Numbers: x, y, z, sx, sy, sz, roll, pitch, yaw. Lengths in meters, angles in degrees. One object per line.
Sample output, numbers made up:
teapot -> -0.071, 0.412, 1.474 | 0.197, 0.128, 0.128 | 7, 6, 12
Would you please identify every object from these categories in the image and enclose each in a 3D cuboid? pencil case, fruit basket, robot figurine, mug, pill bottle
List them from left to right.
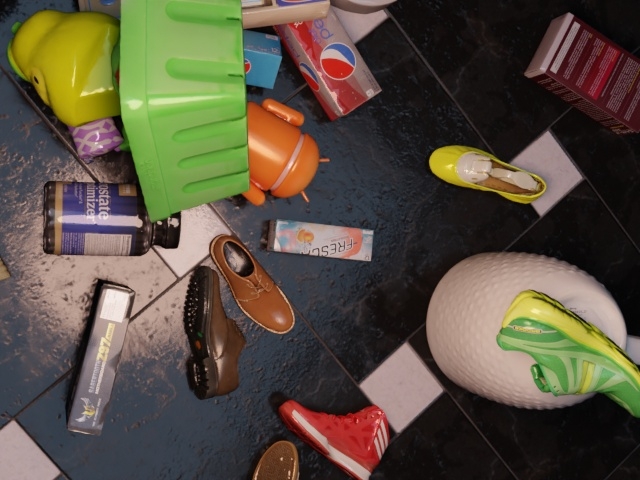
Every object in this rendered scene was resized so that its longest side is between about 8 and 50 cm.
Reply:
pencil case -> -0.389, -0.237, 1.625 | 0.088, 0.086, 0.206 | -25, 100, -48
pill bottle -> -0.345, -0.035, 1.614 | 0.219, 0.123, 0.123 | 1, 90, -16
fruit basket -> -0.290, -0.217, 1.450 | 0.392, 0.392, 0.283 | 3, 65, -15
robot figurine -> -0.096, -0.154, 1.680 | 0.219, 0.158, 0.128 | 29, 124, -13
mug -> 0.416, 0.167, 1.713 | 0.374, 0.328, 0.276 | 11, 87, -15

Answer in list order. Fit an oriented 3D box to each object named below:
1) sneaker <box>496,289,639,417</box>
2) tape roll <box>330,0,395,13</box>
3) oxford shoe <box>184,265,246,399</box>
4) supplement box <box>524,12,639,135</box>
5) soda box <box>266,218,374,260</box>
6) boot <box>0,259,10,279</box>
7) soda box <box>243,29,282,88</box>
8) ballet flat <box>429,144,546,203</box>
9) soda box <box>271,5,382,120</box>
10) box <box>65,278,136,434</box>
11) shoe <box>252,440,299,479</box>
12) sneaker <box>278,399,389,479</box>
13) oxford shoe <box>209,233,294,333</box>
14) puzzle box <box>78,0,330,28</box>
sneaker -> 0.389, 0.188, 1.496 | 0.295, 0.109, 0.123 | 35, 104, -15
tape roll -> 0.077, -0.523, 1.756 | 0.219, 0.072, 0.219 | 0, 90, -14
oxford shoe -> -0.180, 0.155, 1.691 | 0.096, 0.083, 0.227 | -4, 92, -33
supplement box -> 0.528, -0.317, 1.877 | 0.239, 0.073, 0.130 | 30, 83, -12
soda box -> 0.000, 0.000, 1.738 | 0.183, 0.063, 0.058 | 6, 88, -15
boot -> -0.625, 0.030, 1.563 | 0.213, 0.077, 0.165 | -22, 97, -17
soda box -> -0.176, -0.324, 1.676 | 0.210, 0.067, 0.071 | 8, 132, -15
ballet flat -> 0.318, -0.126, 1.817 | 0.231, 0.077, 0.077 | 17, 86, -14
soda box -> -0.005, -0.348, 1.727 | 0.092, 0.083, 0.263 | -34, 98, -14
box -> -0.359, 0.182, 1.579 | 0.059, 0.183, 0.233 | 15, 87, -14
shoe -> -0.087, 0.461, 1.723 | 0.076, 0.058, 0.219 | 14, 81, 16
sneaker -> 0.033, 0.325, 1.748 | 0.221, 0.087, 0.128 | 45, 71, -23
oxford shoe -> -0.117, 0.081, 1.702 | 0.076, 0.076, 0.212 | -42, 102, -13
puzzle box -> -0.209, -0.473, 1.629 | 0.409, 0.052, 0.272 | -10, 73, -11
